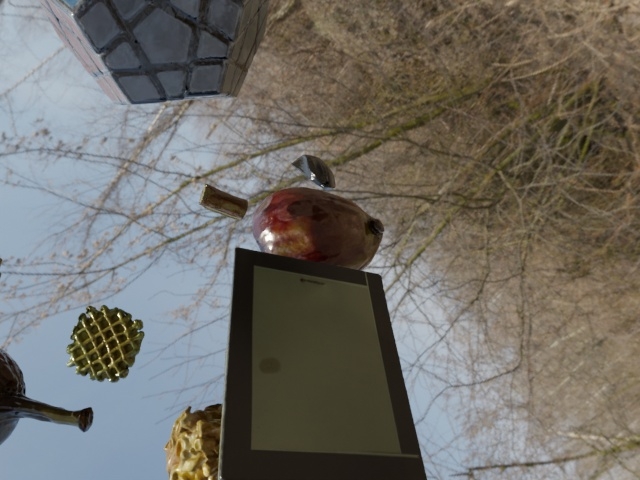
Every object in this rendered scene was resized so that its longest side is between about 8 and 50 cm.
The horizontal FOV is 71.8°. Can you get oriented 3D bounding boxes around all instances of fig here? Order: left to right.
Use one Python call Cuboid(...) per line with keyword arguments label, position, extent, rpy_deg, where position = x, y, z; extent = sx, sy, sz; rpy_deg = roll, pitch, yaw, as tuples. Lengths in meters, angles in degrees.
Cuboid(label="fig", position=(-0.444, 0.213, 0.595), extent=(0.290, 0.190, 0.190), rpy_deg=(-8, -151, -11))
Cuboid(label="fig", position=(-0.012, 0.003, 0.900), extent=(0.263, 0.223, 0.224), rpy_deg=(13, -158, -18))

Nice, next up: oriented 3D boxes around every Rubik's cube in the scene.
Cuboid(label="Rubik's cube", position=(-0.222, -0.332, 0.619), extent=(0.319, 0.319, 0.264), rpy_deg=(44, -171, 19))

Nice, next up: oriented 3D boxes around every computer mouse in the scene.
Cuboid(label="computer mouse", position=(-0.010, -0.180, 1.134), extent=(0.099, 0.057, 0.172), rpy_deg=(29, -168, -35))

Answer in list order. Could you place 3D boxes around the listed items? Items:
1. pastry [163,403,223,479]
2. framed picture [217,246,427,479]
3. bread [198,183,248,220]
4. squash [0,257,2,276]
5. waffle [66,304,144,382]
Cuboid(label="pastry", position=(-0.091, 0.286, 0.622), extent=(0.250, 0.154, 0.102), rpy_deg=(5, -173, -44))
Cuboid(label="framed picture", position=(-0.002, 0.160, 0.627), extent=(0.265, 0.016, 0.347), rpy_deg=(10, -136, -18))
Cuboid(label="bread", position=(-0.167, -0.065, 0.759), extent=(0.083, 0.036, 0.047), rpy_deg=(22, -143, -28))
Cuboid(label="squash", position=(-0.338, 0.107, 0.372), extent=(0.094, 0.094, 0.224), rpy_deg=(31, -129, -30))
Cuboid(label="waffle", position=(-0.525, 0.251, 1.075), extent=(0.169, 0.183, 0.036), rpy_deg=(19, 173, -3))
